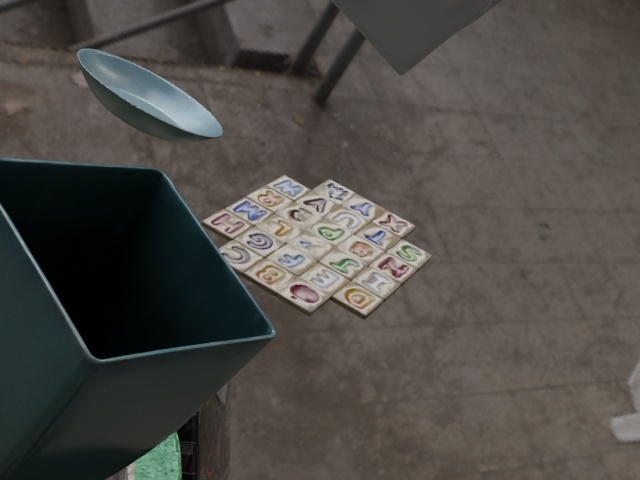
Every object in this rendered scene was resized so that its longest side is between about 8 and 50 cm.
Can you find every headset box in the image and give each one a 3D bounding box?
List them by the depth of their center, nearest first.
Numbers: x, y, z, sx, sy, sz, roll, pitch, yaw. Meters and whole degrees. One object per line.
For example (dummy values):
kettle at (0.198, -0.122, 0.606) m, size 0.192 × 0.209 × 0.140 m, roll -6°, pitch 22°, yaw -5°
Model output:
headset box at (-0.210, 0.296, 1.479) m, size 0.110 × 0.293 × 0.218 m, roll 4°, pitch 16°, yaw 7°

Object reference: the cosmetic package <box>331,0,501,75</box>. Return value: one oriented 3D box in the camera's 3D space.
cosmetic package at (0.025, -0.418, 0.967) m, size 0.453 × 0.230 × 0.161 m, roll 45°, pitch 30°, yaw -16°

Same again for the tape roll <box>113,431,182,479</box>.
tape roll at (-0.282, 0.204, 0.829) m, size 0.321 × 0.077 × 0.321 m, roll 10°, pitch 49°, yaw -12°

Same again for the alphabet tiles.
alphabet tiles at (0.000, 0.000, 1.471) m, size 0.285 × 0.011 × 0.342 m, roll 30°, pitch 34°, yaw 18°

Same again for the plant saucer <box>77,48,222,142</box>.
plant saucer at (-0.211, -0.164, 1.173) m, size 0.195 × 0.037 × 0.195 m, roll 30°, pitch 17°, yaw -10°

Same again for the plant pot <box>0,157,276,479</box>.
plant pot at (-0.190, 0.086, 0.680) m, size 0.166 × 0.234 × 0.165 m, roll -1°, pitch 47°, yaw -54°
